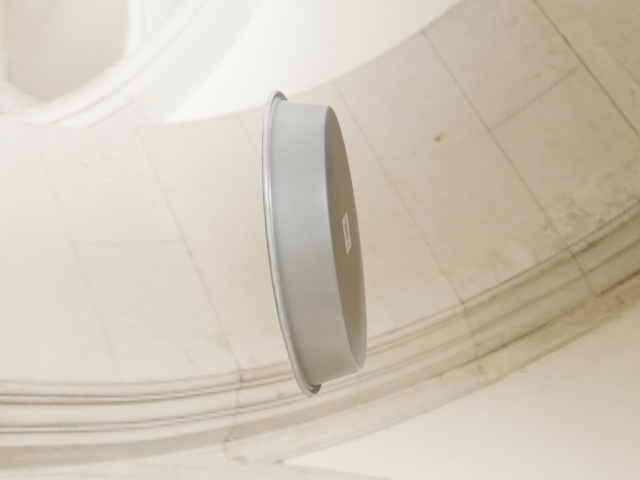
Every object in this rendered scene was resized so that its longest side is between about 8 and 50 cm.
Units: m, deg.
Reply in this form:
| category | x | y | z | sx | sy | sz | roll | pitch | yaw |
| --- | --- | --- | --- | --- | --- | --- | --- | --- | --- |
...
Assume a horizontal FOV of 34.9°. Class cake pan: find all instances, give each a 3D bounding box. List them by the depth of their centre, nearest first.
| category | x | y | z | sx | sy | sz | roll | pitch | yaw |
| --- | --- | --- | --- | --- | --- | --- | --- | --- | --- |
| cake pan | 0.000 | 0.000 | 0.970 | 0.054 | 0.293 | 0.293 | -7 | -104 | 8 |
